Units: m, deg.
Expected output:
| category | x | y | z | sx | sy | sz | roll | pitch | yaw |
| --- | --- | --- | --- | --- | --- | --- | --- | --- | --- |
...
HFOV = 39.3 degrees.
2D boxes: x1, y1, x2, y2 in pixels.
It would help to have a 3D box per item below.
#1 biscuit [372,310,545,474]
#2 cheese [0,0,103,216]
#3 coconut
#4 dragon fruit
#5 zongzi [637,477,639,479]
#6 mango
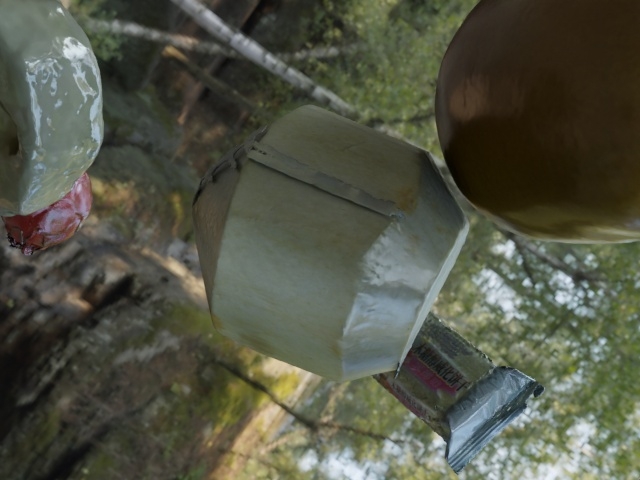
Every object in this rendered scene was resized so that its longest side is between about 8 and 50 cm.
| category | x | y | z | sx | sy | sz | roll | pitch | yaw |
| --- | --- | --- | --- | --- | --- | --- | --- | --- | --- |
| biscuit | 0.165 | 0.187 | 1.365 | 0.186 | 0.309 | 0.079 | -36 | 143 | -19 |
| cheese | -0.383 | -0.183 | 1.033 | 0.115 | 0.317 | 0.327 | -35 | 130 | -42 |
| coconut | 0.000 | 0.000 | 1.022 | 0.323 | 0.323 | 0.323 | -53 | -175 | 7 |
| dragon fruit | -0.500 | -0.079 | 1.622 | 0.172 | 0.172 | 0.210 | -65 | 171 | -63 |
| zongzi | 0.389 | 0.305 | 0.540 | 0.218 | 0.467 | 0.500 | -50 | 159 | -1 |
| mango | 0.263 | -0.137 | 0.898 | 0.446 | 0.232 | 0.300 | -130 | -131 | -73 |
